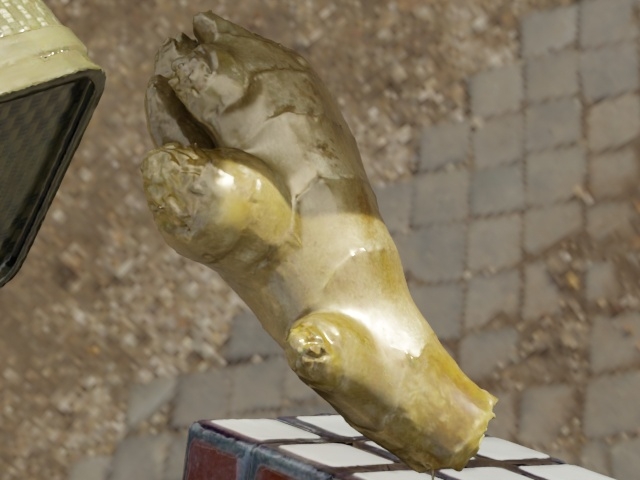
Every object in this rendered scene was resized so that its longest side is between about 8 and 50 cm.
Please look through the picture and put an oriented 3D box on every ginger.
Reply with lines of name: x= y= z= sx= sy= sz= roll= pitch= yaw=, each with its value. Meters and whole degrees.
ginger: x=-0.008 y=-0.009 z=1.329 sx=0.166 sy=0.236 sz=0.375 roll=-41 pitch=57 yaw=0

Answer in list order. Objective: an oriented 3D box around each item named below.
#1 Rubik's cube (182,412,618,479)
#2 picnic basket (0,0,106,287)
Rubik's cube: x=0.066 y=0.329 z=1.610 sx=0.303 sy=0.301 sz=0.305 roll=17 pitch=99 yaw=49
picnic basket: x=-0.235 y=-0.042 z=0.755 sx=0.139 sy=0.266 sz=0.165 roll=50 pitch=136 yaw=18
